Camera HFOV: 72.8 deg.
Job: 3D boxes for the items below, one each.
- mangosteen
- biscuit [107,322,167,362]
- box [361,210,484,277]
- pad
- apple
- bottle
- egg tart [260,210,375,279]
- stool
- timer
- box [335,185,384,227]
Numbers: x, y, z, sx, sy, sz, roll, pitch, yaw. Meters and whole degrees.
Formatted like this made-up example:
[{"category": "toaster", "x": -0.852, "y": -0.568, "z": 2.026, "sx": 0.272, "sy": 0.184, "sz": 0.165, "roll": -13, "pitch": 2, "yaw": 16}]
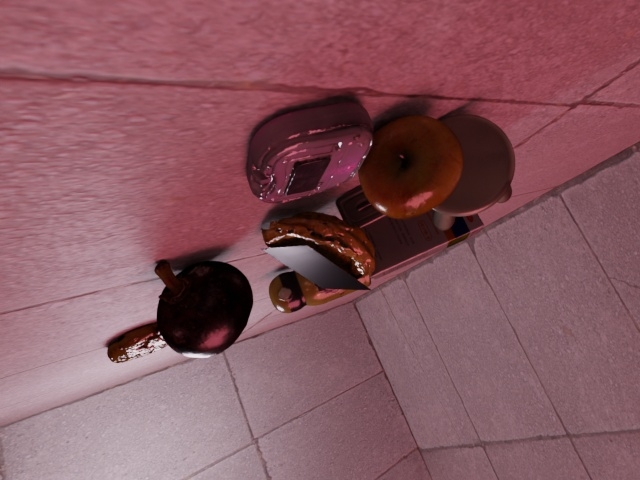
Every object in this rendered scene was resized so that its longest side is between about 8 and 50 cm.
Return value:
[{"category": "mangosteen", "x": -0.287, "y": 0.140, "z": 1.007, "sx": 0.235, "sy": 0.236, "sz": 0.261, "roll": -27, "pitch": 133, "yaw": 14}, {"category": "biscuit", "x": -0.620, "y": 0.367, "z": 1.566, "sx": 0.295, "sy": 0.075, "sz": 0.296, "roll": -23, "pitch": 167, "yaw": -6}, {"category": "box", "x": 0.225, "y": -0.051, "z": 1.102, "sx": 0.299, "sy": 0.200, "sz": 0.106, "roll": -25, "pitch": 165, "yaw": 7}, {"category": "pad", "x": -0.009, "y": 0.069, "z": 1.034, "sx": 0.163, "sy": 0.004, "sz": 0.243, "roll": -4, "pitch": 149, "yaw": 43}, {"category": "apple", "x": 0.158, "y": -0.128, "z": 0.759, "sx": 0.182, "sy": 0.183, "sz": 0.155, "roll": -28, "pitch": 173, "yaw": 17}, {"category": "bottle", "x": -0.010, "y": 0.145, "z": 1.526, "sx": 0.351, "sy": 0.172, "sz": 0.171, "roll": -22, "pitch": 167, "yaw": -8}, {"category": "egg tart", "x": 0.000, "y": 0.000, "z": 1.011, "sx": 0.290, "sy": 0.107, "sz": 0.291, "roll": 15, "pitch": 157, "yaw": 6}, {"category": "stool", "x": 0.287, "y": -0.134, "z": 0.903, "sx": 0.195, "sy": 0.195, "sz": 0.198, "roll": -27, "pitch": 168, "yaw": 12}, {"category": "timer", "x": -0.018, "y": -0.129, "z": 0.684, "sx": 0.190, "sy": 0.069, "sz": 0.208, "roll": -17, "pitch": 166, "yaw": -17}, {"category": "box", "x": 0.108, "y": -0.083, "z": 1.037, "sx": 0.122, "sy": 0.089, "sz": 0.062, "roll": -26, "pitch": 177, "yaw": 12}]
